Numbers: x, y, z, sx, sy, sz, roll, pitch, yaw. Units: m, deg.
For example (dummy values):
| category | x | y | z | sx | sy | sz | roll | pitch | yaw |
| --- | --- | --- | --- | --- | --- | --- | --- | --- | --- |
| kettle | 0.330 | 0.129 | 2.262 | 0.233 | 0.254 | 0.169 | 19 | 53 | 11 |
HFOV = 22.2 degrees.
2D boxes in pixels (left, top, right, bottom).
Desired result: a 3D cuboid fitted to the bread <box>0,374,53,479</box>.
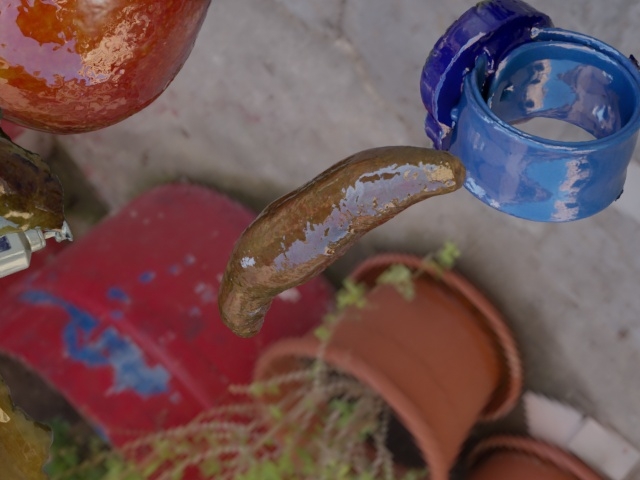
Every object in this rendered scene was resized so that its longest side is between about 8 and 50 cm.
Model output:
| category | x | y | z | sx | sy | sz | roll | pitch | yaw |
| --- | --- | --- | --- | --- | --- | --- | --- | --- | --- |
| bread | -0.310 | 0.147 | 0.930 | 0.239 | 0.252 | 0.196 | 14 | 109 | 24 |

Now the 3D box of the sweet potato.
| category | x | y | z | sx | sy | sz | roll | pitch | yaw |
| --- | --- | --- | --- | --- | --- | --- | --- | --- | --- |
| sweet potato | -0.010 | 0.000 | 1.057 | 0.255 | 0.078 | 0.058 | -40 | 53 | 43 |

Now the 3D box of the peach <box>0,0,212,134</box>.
| category | x | y | z | sx | sy | sz | roll | pitch | yaw |
| --- | --- | --- | --- | --- | --- | --- | --- | --- | --- |
| peach | -0.211 | -0.205 | 1.337 | 0.275 | 0.248 | 0.245 | 9 | 120 | 27 |

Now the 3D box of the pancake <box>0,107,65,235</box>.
| category | x | y | z | sx | sy | sz | roll | pitch | yaw |
| --- | --- | --- | --- | --- | --- | --- | --- | --- | --- |
| pancake | -0.257 | -0.161 | 0.962 | 0.054 | 0.197 | 0.376 | -31 | 92 | 20 |

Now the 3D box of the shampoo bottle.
| category | x | y | z | sx | sy | sz | roll | pitch | yaw |
| --- | --- | --- | --- | --- | --- | --- | --- | --- | --- |
| shampoo bottle | -0.263 | 0.013 | 1.274 | 0.049 | 0.141 | 0.034 | 45 | 149 | 52 |

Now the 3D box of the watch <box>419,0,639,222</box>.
| category | x | y | z | sx | sy | sz | roll | pitch | yaw |
| --- | --- | --- | --- | --- | --- | --- | --- | --- | --- |
| watch | 0.203 | -0.115 | 1.484 | 0.200 | 0.196 | 0.171 | 48 | 158 | 34 |
